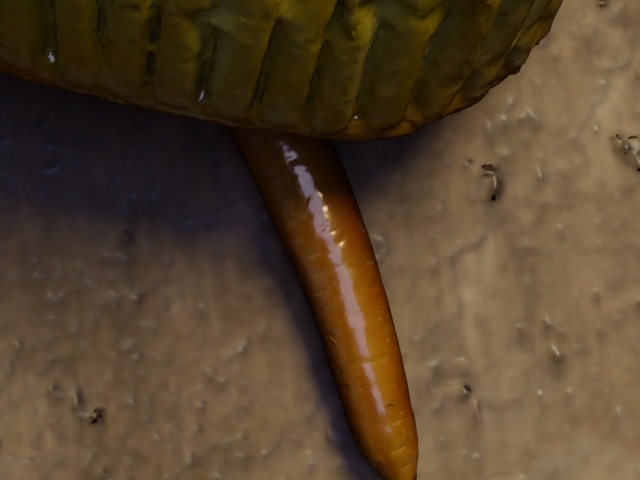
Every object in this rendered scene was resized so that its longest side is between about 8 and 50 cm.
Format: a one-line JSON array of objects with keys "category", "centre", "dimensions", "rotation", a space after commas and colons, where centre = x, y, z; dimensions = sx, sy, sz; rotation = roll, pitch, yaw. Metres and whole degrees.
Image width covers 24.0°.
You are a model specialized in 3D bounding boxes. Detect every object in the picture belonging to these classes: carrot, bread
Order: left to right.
[{"category": "bread", "centre": [-0.024, -0.155, 0.482], "dimensions": [0.253, 0.142, 0.227], "rotation": [7, 60, -14]}, {"category": "carrot", "centre": [0.000, 0.000, 0.532], "dimensions": [0.037, 0.037, 0.190], "rotation": [-22, 86, -10]}]
